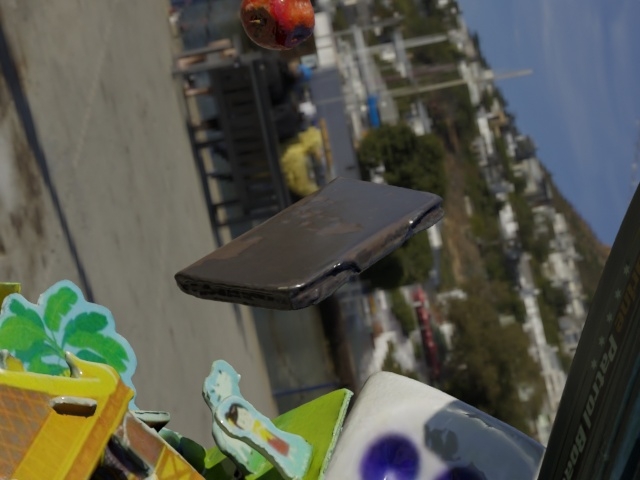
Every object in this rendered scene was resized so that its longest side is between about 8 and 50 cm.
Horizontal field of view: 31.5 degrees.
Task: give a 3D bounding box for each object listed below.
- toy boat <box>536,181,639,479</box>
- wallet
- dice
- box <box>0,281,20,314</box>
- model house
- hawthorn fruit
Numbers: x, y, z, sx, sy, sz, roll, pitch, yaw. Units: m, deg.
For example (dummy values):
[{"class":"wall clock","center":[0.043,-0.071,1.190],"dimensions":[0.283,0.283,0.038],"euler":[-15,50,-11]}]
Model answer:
[{"class":"toy boat","center":[0.172,0.023,0.426],"dimensions":[0.122,0.114,0.296],"euler":[-124,-135,-60]},{"class":"wallet","center":[0.000,0.000,1.233],"dimensions":[0.309,0.165,0.042],"euler":[-32,126,-49]},{"class":"dice","center":[0.110,0.339,1.258],"dimensions":[0.304,0.277,0.304],"euler":[-61,175,-11]},{"class":"box","center":[-0.318,0.135,1.071],"dimensions":[0.121,0.030,0.193],"euler":[-2,-94,56]},{"class":"model house","center":[-0.172,0.153,0.819],"dimensions":[0.313,0.242,0.357],"euler":[51,34,-20]},{"class":"hawthorn fruit","center":[-0.051,-0.261,1.308],"dimensions":[0.093,0.093,0.093],"euler":[-11,90,-88]}]
